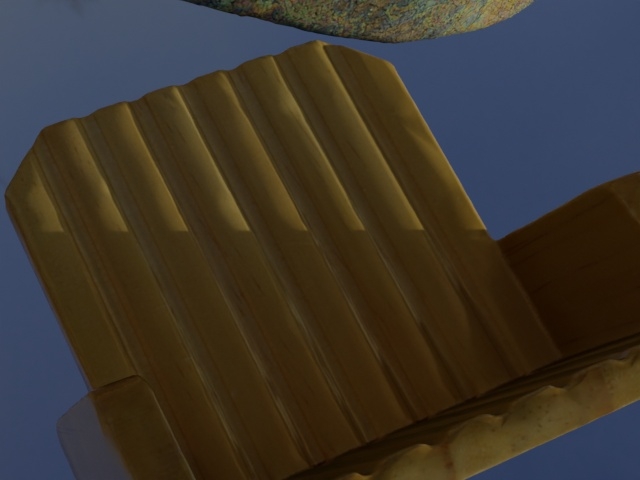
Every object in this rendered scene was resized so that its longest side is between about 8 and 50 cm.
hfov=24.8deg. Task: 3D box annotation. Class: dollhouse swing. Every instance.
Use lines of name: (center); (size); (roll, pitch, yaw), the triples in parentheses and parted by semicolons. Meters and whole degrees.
dollhouse swing: (0.000, 0.000, 0.870); (0.347, 0.305, 0.315); (-20, 174, -19)

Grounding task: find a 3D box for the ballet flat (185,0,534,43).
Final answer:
ballet flat: (-0.015, -0.133, 0.475); (0.349, 0.123, 0.123); (-3, 176, -36)
